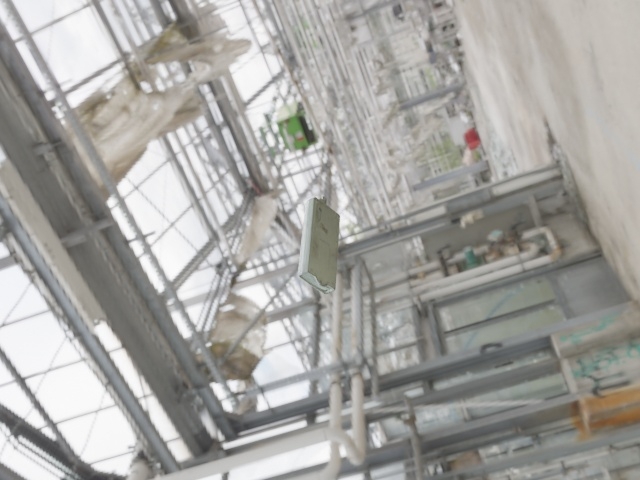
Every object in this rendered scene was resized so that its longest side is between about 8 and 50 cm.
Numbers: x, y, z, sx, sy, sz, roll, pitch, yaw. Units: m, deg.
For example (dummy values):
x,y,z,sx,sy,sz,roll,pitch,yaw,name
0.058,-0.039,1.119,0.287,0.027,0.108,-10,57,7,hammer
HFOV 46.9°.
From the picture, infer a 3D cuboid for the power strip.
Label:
x,y,z,sx,sy,sz,roll,pitch,yaw,name
0.000,0.000,0.874,0.051,0.019,0.136,33,-137,-32,power strip
